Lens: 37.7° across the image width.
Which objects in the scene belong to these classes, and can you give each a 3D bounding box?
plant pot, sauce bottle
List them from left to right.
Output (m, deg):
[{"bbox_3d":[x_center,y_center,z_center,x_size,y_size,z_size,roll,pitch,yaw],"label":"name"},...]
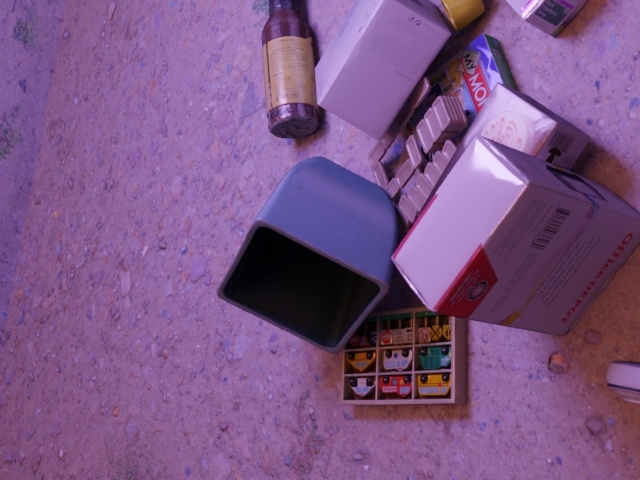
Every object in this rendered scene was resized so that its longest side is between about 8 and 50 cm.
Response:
[{"bbox_3d":[-0.067,-0.387,1.954,0.111,0.111,0.345,-20,67,43],"label":"sauce bottle"},{"bbox_3d":[0.000,0.000,1.668,0.248,0.247,0.252,-57,7,49],"label":"plant pot"}]

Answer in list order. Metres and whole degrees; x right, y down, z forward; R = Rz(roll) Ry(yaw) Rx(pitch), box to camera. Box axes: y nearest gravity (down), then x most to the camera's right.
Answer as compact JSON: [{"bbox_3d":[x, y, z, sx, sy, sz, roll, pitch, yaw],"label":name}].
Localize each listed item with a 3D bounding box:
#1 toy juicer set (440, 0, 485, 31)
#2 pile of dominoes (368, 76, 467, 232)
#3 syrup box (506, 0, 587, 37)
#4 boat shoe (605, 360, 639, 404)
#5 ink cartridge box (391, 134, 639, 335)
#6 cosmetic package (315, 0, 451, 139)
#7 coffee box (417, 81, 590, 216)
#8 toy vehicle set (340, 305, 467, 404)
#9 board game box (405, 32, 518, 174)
[{"bbox_3d":[0.171,-0.535,1.658,0.089,0.209,0.329,-28,58,9],"label":"toy juicer set"},{"bbox_3d":[0.176,-0.143,1.637,0.251,0.040,0.196,-55,44,50],"label":"pile of dominoes"},{"bbox_3d":[0.331,-0.450,1.552,0.096,0.093,0.237,-49,50,27],"label":"syrup box"},{"bbox_3d":[0.524,0.255,1.171,0.367,0.135,0.157,11,92,38],"label":"boat shoe"},{"bbox_3d":[0.288,0.003,1.338,0.226,0.306,0.131,-57,46,21],"label":"ink cartridge box"},{"bbox_3d":[0.101,-0.336,1.677,0.225,0.138,0.224,-58,15,22],"label":"cosmetic package"},{"bbox_3d":[0.280,-0.098,1.456,0.141,0.098,0.247,47,115,41],"label":"coffee box"},{"bbox_3d":[0.142,0.205,1.649,0.266,0.035,0.166,-11,73,45],"label":"toy vehicle set"},{"bbox_3d":[0.259,-0.164,1.601,0.213,0.046,0.317,-37,56,37],"label":"board game box"}]
